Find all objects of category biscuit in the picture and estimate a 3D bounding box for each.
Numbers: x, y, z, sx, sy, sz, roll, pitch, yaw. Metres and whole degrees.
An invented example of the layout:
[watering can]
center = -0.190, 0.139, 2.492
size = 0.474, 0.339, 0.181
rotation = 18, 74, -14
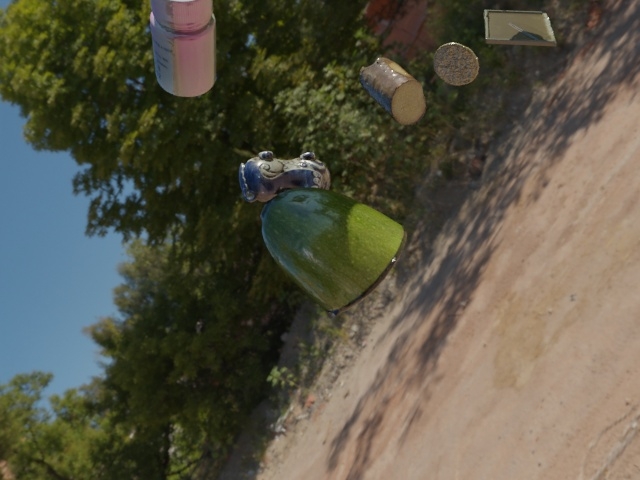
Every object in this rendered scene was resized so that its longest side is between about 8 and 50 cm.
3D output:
[biscuit]
center = 0.418, -0.545, 1.763
size = 0.020, 0.152, 0.152
rotation = -54, -1, -31

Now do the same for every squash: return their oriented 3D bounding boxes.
[squash]
center = 0.008, -0.023, 1.451
size = 0.310, 0.309, 0.310
rotation = -42, 14, 13

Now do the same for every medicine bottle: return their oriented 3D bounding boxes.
[medicine bottle]
center = -0.466, -0.699, 1.942
size = 0.388, 0.219, 0.219
rotation = 104, -168, -57

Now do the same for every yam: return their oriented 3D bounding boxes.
[yam]
center = 0.207, -0.437, 1.647
size = 0.238, 0.128, 0.129
rotation = -120, 40, -50

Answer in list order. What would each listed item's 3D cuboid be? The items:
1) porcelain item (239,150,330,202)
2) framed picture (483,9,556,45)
[porcelain item]
center = -0.105, -0.169, 1.752
size = 0.138, 0.288, 0.186
rotation = 144, 120, -62
[framed picture]
center = 0.618, -0.671, 1.786
size = 0.281, 0.209, 0.019
rotation = -71, -16, -49
